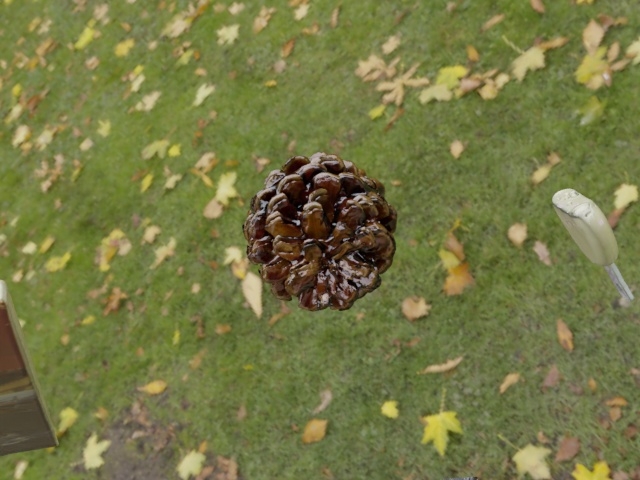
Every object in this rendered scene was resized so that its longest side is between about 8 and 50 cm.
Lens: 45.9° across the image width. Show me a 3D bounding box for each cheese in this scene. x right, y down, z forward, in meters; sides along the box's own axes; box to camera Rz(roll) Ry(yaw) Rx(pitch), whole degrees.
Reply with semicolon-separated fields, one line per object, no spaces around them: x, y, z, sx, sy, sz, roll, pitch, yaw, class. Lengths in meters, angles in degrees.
0.386;0.014;1.043;0.037;0.192;0.097;-36;25;3;cheese

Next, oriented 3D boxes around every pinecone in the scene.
0.000;0.000;1.019;0.221;0.221;0.221;-32;33;24;pinecone

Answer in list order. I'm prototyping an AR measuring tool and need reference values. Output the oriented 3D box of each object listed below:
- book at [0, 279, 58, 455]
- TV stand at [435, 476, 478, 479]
-0.374;0.142;0.633;0.374;0.262;0.028;113;146;-58;book
0.051;0.269;0.753;0.249;0.036;0.042;-17;3;33;TV stand
